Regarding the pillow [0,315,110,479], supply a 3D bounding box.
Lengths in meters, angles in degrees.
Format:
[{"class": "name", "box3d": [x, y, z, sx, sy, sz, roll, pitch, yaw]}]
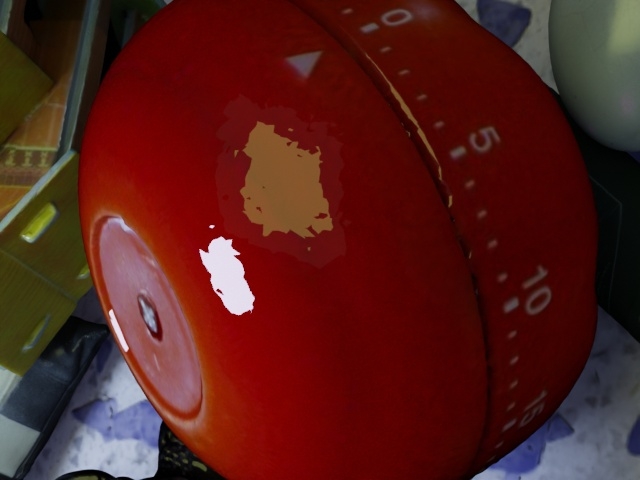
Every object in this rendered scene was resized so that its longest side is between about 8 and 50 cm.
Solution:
[{"class": "pillow", "box3d": [-0.297, 0.143, 1.496, 0.186, 0.106, 0.250, 30, 90, 29]}]

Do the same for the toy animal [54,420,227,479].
[{"class": "toy animal", "box3d": [-0.120, 0.207, 1.350, 0.197, 0.272, 0.160, -31, 99, 19]}]

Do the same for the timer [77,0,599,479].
[{"class": "timer", "box3d": [0.000, 0.000, 1.193, 0.279, 0.378, 0.378, -26, 56, -26]}]

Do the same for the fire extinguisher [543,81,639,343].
[{"class": "fire extinguisher", "box3d": [0.177, -0.039, 1.252, 0.095, 0.114, 0.311, -34, 56, -17]}]

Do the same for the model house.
[{"class": "model house", "box3d": [-0.200, -0.072, 1.356, 0.340, 0.300, 0.324, 4, 74, 18]}]

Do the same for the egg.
[{"class": "egg", "box3d": [0.233, -0.157, 1.213, 0.151, 0.151, 0.209, 9, 66, 32]}]
